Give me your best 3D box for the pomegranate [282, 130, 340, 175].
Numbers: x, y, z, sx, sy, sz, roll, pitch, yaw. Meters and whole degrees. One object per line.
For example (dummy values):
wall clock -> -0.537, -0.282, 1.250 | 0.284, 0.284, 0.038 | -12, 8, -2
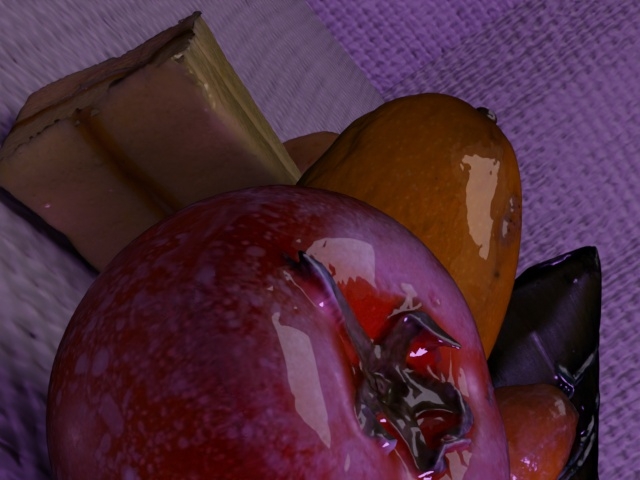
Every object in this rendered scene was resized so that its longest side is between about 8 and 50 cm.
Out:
pomegranate -> 0.003, 0.003, 1.506 | 0.209, 0.209, 0.209 | 55, 10, -15

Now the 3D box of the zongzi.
zongzi -> 0.162, 0.186, 1.729 | 0.362, 0.319, 0.383 | 43, -17, 49

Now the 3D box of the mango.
mango -> 0.026, 0.056, 1.089 | 0.187, 0.359, 0.144 | 19, -15, 21

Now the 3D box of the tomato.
tomato -> -0.029, 0.104, 0.889 | 0.270, 0.227, 0.270 | 23, 56, -39

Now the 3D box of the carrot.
carrot -> 0.139, 0.217, 1.428 | 0.159, 0.225, 0.159 | 55, 5, -7

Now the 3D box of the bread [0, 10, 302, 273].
bread -> -0.094, -0.016, 1.156 | 0.264, 0.168, 0.163 | 56, 11, -16
